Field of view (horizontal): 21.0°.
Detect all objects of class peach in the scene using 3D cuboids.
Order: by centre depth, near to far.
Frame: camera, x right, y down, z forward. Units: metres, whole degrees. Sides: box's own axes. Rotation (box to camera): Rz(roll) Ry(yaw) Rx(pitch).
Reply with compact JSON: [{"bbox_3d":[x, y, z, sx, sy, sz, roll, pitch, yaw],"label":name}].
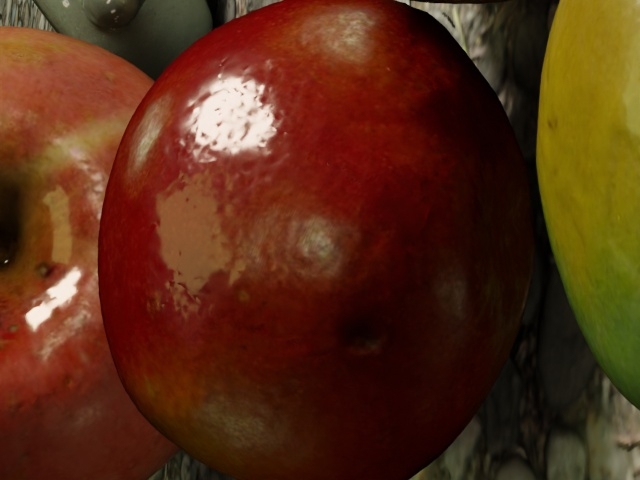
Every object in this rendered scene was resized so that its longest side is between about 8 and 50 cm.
[{"bbox_3d":[0.000,0.000,0.816,0.243,0.199,0.244,-175,90,-66],"label":"peach"}]

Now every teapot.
[{"bbox_3d":[-0.160,-0.205,1.369,0.193,0.129,0.294,56,177,-13],"label":"teapot"}]

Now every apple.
[{"bbox_3d":[-0.233,0.031,1.249,0.364,0.363,0.364,-175,90,-70],"label":"apple"}]

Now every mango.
[{"bbox_3d":[0.132,-0.027,0.629,0.130,0.091,0.195,164,101,-67],"label":"mango"}]

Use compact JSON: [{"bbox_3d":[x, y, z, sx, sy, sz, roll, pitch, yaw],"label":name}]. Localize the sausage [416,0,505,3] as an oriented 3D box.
[{"bbox_3d":[0.064,-0.168,0.785,0.241,0.136,0.120,-151,69,-73],"label":"sausage"}]
